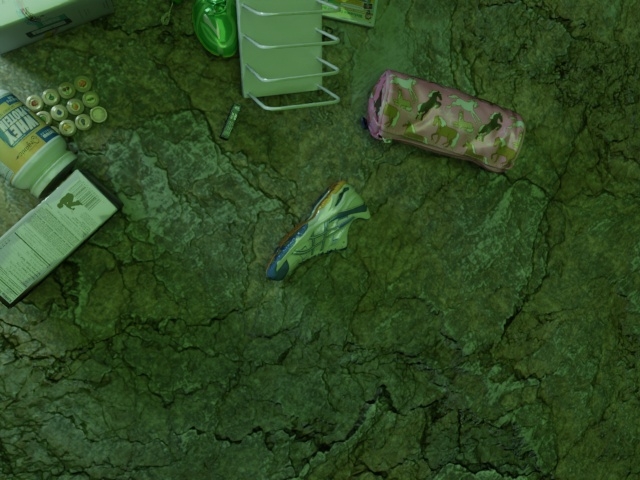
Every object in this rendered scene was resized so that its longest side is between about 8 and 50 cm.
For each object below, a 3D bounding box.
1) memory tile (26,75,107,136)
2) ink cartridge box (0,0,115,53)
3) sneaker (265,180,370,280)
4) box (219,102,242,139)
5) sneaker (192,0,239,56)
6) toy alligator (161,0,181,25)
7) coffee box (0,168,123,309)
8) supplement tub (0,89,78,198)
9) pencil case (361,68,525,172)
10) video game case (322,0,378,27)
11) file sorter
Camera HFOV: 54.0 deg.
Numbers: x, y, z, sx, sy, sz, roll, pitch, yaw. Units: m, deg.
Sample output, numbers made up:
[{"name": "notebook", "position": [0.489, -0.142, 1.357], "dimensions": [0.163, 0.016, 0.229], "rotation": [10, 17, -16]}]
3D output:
[{"name": "memory tile", "position": [-0.557, -0.288, 1.382], "dimensions": [0.148, 0.012, 0.113], "rotation": [-26, 102, -9]}, {"name": "ink cartridge box", "position": [-0.586, -0.524, 1.252], "dimensions": [0.270, 0.197, 0.198], "rotation": [-24, 102, -10]}, {"name": "sneaker", "position": [0.000, 0.000, 1.494], "dimensions": [0.131, 0.112, 0.296], "rotation": [43, 86, -14]}, {"name": "box", "position": [-0.206, -0.271, 1.437], "dimensions": [0.018, 0.067, 0.083], "rotation": [22, 90, -15]}, {"name": "sneaker", "position": [-0.223, -0.554, 1.371], "dimensions": [0.110, 0.123, 0.295], "rotation": [-1, 97, -13]}, {"name": "toy alligator", "position": [-0.303, -0.561, 1.378], "dimensions": [0.051, 0.056, 0.189], "rotation": [14, 92, 16]}, {"name": "coffee box", "position": [-0.572, -0.010, 1.331], "dimensions": [0.297, 0.168, 0.119], "rotation": [-44, 104, -4]}, {"name": "supplement tub", "position": [-0.627, -0.198, 1.308], "dimensions": [0.200, 0.144, 0.144], "rotation": [43, 86, -14]}, {"name": "pencil case", "position": [0.301, -0.280, 1.509], "dimensions": [0.387, 0.160, 0.167], "rotation": [12, 118, -15]}, {"name": "video game case", "position": [0.039, -0.619, 1.477], "dimensions": [0.213, 0.023, 0.193], "rotation": [7, 95, -15]}, {"name": "file sorter", "position": [-0.062, -0.432, 1.343], "dimensions": [0.193, 0.173, 0.277], "rotation": [-11, 121, -18]}]
